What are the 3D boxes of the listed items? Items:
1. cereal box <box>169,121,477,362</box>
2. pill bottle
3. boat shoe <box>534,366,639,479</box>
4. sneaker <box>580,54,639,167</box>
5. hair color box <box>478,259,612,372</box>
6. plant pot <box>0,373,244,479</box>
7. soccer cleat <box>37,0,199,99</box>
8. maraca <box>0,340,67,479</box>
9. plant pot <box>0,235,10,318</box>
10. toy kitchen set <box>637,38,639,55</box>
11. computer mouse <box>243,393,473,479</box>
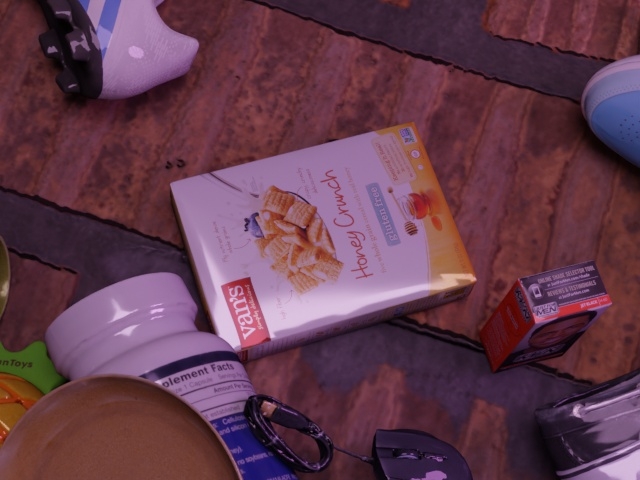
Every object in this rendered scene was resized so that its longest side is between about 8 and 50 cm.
[{"bbox_3d":[0.000,0.000,1.150,0.240,0.047,0.173,-16,70,-13],"label":"cereal box"},{"bbox_3d":[-0.112,0.167,1.009,0.153,0.153,0.265,-23,71,-15],"label":"pill bottle"},{"bbox_3d":[0.328,0.116,1.105,0.306,0.113,0.105,-25,86,-6],"label":"boat shoe"},{"bbox_3d":[0.363,-0.050,1.125,0.319,0.127,0.208,23,41,16],"label":"sneaker"},{"bbox_3d":[0.190,0.068,1.092,0.072,0.141,0.043,-13,69,-12],"label":"hair color box"},{"bbox_3d":[-0.144,0.215,0.916,0.236,0.032,0.236,-3,84,25],"label":"plant pot"},{"bbox_3d":[-0.226,-0.278,1.222,0.143,0.116,0.331,-15,71,-30],"label":"soccer cleat"},{"bbox_3d":[-0.269,0.151,1.031,0.127,0.099,0.186,6,43,0],"label":"maraca"},{"bbox_3d":[-0.319,0.032,1.089,0.079,0.083,0.083,4,66,8],"label":"plant pot"},{"bbox_3d":[0.429,-0.188,1.216,0.207,0.166,0.122,13,66,-1],"label":"toy kitchen set"},{"bbox_3d":[0.041,0.166,1.021,0.242,0.041,0.071,23,42,-36],"label":"computer mouse"}]
